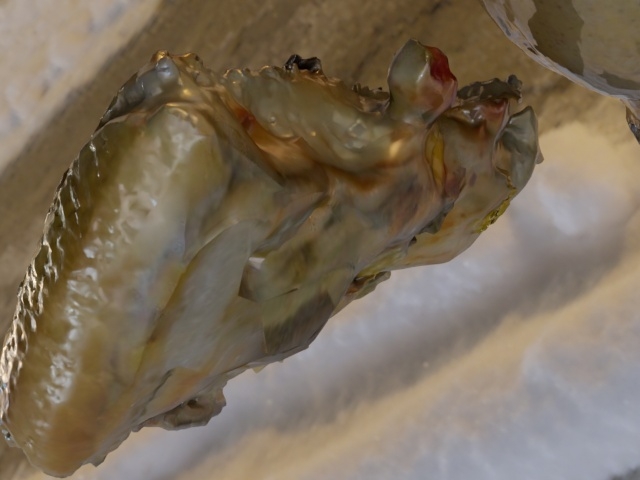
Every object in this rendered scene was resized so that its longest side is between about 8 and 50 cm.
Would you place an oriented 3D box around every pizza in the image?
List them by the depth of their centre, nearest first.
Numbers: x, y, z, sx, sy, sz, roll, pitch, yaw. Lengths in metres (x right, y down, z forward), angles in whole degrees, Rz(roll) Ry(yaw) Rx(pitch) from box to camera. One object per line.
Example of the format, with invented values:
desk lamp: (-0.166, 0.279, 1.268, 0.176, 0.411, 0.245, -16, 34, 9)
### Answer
pizza: (0.000, 0.000, 0.537, 0.297, 0.071, 0.189, -17, -35, -58)

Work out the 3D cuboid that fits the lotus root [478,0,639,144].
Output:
lotus root: (0.133, -0.145, 0.577, 0.182, 0.310, 0.183, -16, 37, 12)
